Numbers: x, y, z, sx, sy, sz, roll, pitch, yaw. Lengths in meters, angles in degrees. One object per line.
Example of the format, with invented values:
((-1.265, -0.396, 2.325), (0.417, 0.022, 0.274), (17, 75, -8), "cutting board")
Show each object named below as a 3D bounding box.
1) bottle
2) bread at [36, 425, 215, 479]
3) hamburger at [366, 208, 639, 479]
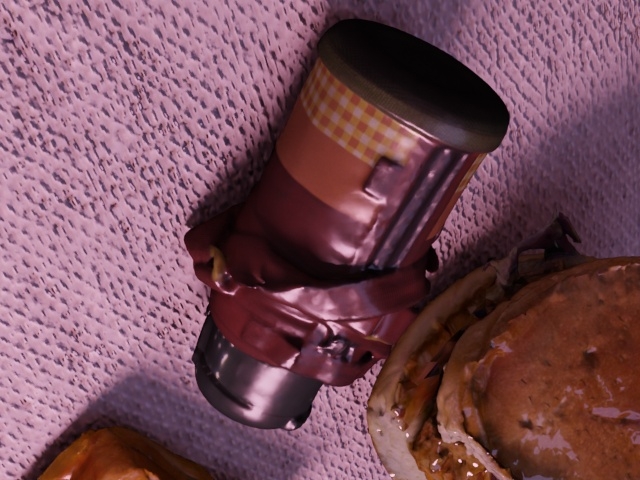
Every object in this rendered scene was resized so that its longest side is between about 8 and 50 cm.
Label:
((0.000, 0.000, 1.043), (0.271, 0.156, 0.143), (-61, 176, 21), "bottle")
((-0.120, 0.224, 1.191), (0.139, 0.077, 0.271), (-46, 144, 6), "bread")
((0.222, 0.142, 1.265), (0.318, 0.195, 0.277), (47, 71, -11), "hamburger")
